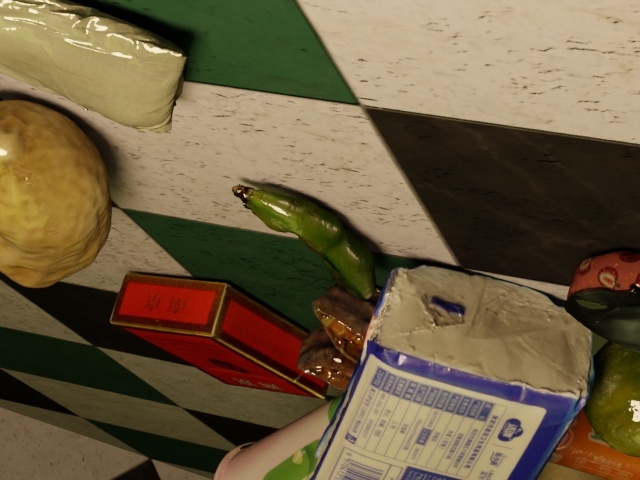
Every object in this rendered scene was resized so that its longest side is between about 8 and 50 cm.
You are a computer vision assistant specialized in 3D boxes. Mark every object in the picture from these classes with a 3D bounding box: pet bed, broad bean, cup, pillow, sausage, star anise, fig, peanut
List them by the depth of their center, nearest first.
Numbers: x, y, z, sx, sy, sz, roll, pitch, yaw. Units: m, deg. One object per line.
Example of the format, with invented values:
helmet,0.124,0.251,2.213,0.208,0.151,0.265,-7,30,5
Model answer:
pillow,-0.206,-0.143,1.159,0.230,0.050,0.148,18,157,-7
pet bed,0.299,0.060,1.349,0.201,0.053,0.201,14,165,4
peanut,-0.250,-0.041,1.414,0.137,0.122,0.253,24,162,0
broad bean,0.004,0.000,1.440,0.061,0.046,0.195,16,164,48
fig,0.320,0.132,1.473,0.123,0.123,0.156,24,143,-27
star anise,0.085,0.119,1.660,0.214,0.099,0.220,8,142,14
sausage,0.316,0.217,1.793,0.312,0.093,0.093,18,164,-7
cup,0.048,0.292,1.925,0.253,0.253,0.274,27,128,-35

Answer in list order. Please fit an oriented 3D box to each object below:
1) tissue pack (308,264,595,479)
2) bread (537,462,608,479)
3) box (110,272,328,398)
tissue pack,0.117,0.159,1.532,0.209,0.137,0.269,13,137,-6
bread,0.345,0.351,2.127,0.148,0.141,0.134,20,163,-11
box,-0.108,0.112,1.884,0.153,0.074,0.240,0,159,34
